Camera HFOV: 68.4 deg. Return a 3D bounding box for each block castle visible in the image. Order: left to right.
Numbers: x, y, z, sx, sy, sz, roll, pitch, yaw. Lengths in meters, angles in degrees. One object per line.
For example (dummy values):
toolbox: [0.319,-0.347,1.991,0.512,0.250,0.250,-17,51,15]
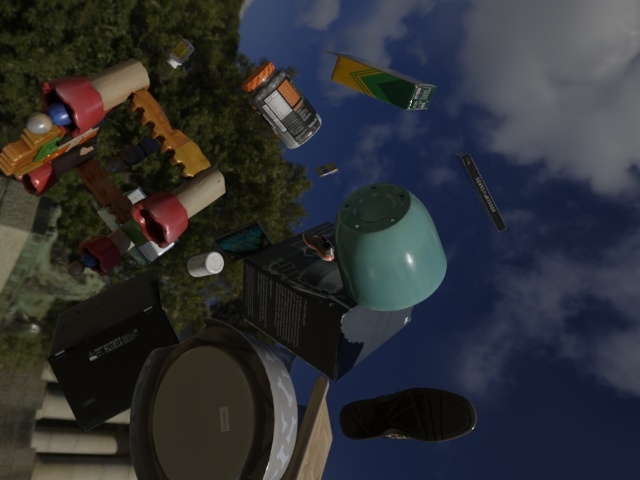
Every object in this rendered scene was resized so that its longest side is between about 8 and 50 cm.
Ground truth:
block castle: [-0.414,-0.103,0.880,0.453,0.303,0.213,-16,-157,50]

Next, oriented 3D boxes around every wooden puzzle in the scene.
wooden puzzle: [-0.054,0.515,1.039,0.080,0.348,0.322,11,-135,13]

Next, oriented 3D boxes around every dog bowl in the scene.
dog bowl: [-0.191,0.319,0.849,0.348,0.102,0.350,-9,-106,31]

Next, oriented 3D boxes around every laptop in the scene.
laptop: [-0.674,0.346,1.606,0.408,0.381,0.236,63,-8,3]

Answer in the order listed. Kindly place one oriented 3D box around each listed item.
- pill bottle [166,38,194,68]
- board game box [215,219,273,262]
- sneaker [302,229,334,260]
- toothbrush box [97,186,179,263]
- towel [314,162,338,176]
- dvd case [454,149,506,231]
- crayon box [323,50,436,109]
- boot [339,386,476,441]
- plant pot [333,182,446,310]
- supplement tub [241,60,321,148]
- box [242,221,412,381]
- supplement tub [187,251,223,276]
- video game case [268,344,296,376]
pill bottle: [-0.408,-0.540,1.368,0.083,0.043,0.043,-52,-144,-7]
board game box: [-0.293,0.005,1.819,0.186,0.126,0.026,-22,-145,14]
sneaker: [0.000,0.000,1.574,0.158,0.061,0.065,42,-48,37]
toothbrush box: [-0.623,-0.049,1.595,0.126,0.217,0.295,-41,-160,-24]
towel: [0.023,-0.278,1.840,0.083,0.010,0.060,-21,-133,-13]
dvd case: [0.466,-0.151,1.384,0.029,0.239,0.179,-28,-172,15]
crayon box: [0.175,-0.495,1.458,0.318,0.202,0.081,29,-63,20]
boot: [0.276,0.503,1.369,0.376,0.284,0.138,-17,-111,23]
plant pot: [0.164,-0.004,1.222,0.292,0.235,0.293,-13,-137,12]
supplement tub: [-0.095,-0.328,1.144,0.116,0.190,0.117,-32,-152,19]
box: [0.038,0.194,1.768,0.471,0.479,0.298,27,-55,33]
supplement tub: [-0.366,0.076,1.500,0.107,0.071,0.071,-12,-117,41]
video game case: [-0.245,0.493,1.977,0.196,0.273,0.026,-66,166,-72]
